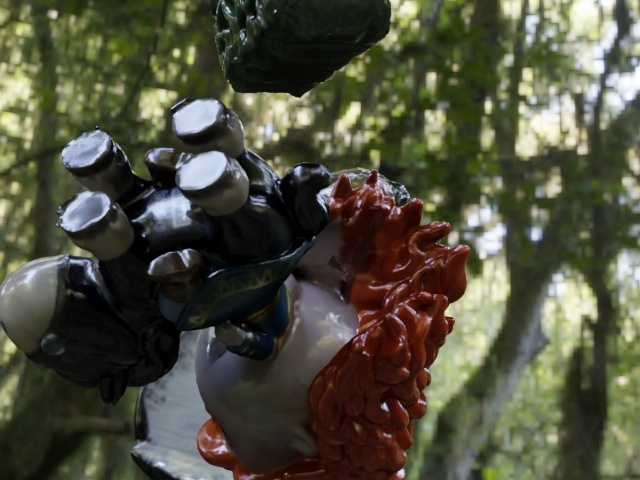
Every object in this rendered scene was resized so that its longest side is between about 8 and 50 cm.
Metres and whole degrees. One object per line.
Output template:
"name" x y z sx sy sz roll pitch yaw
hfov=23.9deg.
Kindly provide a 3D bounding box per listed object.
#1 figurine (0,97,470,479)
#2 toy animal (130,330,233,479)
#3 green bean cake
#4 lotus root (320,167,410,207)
"figurine" -0.061 0.060 1.216 0.411 0.241 0.306 26 -69 -36
"toy animal" -0.053 0.212 1.672 0.251 0.251 0.310 -8 -23 19
"green bean cake" -0.026 -0.218 1.177 0.094 0.183 0.185 -4 -10 -22
"lotus root" 0.000 0.000 1.584 0.214 0.138 0.138 -25 -38 9
